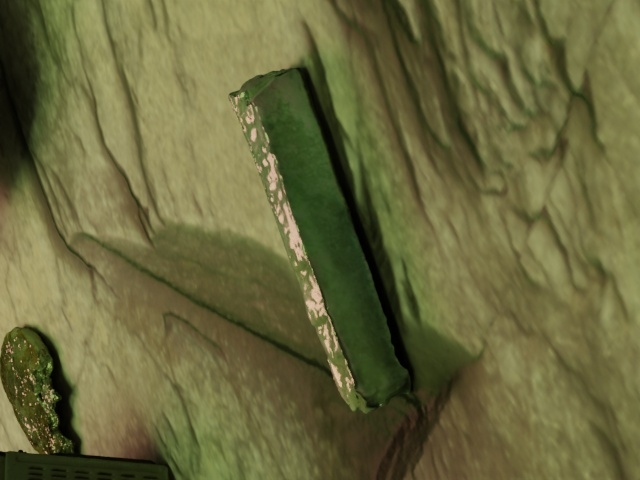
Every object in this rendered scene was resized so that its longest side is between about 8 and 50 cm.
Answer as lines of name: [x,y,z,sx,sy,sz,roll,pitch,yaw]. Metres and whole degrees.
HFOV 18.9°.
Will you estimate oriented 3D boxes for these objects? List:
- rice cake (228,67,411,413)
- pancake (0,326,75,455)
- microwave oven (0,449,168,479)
rice cake: [0.000,0.000,1.140,0.034,0.043,0.210,-21,88,67]
pancake: [-0.244,0.135,1.640,0.116,0.023,0.129,28,130,53]
microwave oven: [-0.214,0.248,1.513,0.205,0.163,0.129,133,137,-56]
